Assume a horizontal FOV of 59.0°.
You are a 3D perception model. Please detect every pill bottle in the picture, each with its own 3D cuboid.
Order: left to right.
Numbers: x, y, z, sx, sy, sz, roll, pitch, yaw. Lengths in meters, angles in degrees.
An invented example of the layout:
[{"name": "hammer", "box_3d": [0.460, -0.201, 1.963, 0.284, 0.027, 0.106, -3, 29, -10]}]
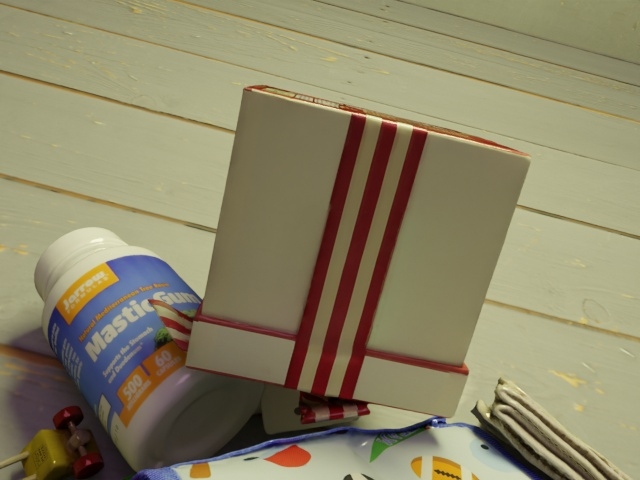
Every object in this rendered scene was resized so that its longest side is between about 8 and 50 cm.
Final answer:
[{"name": "pill bottle", "box_3d": [-0.197, 0.100, 0.604, 0.152, 0.152, 0.272, -25, 49, -37]}]

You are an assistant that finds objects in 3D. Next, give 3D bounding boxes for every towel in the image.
[{"name": "towel", "box_3d": [0.239, 0.220, 0.558, 0.187, 0.282, 0.049, 41, 88, 26]}]

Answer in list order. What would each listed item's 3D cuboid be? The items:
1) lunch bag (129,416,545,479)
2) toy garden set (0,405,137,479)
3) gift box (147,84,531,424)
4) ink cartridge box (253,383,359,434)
[{"name": "lunch bag", "box_3d": [0.063, 0.307, 0.350, 0.328, 0.239, 0.385, 6, 45, -38]}, {"name": "toy garden set", "box_3d": [-0.268, 0.272, 0.478, 0.244, 0.049, 0.204, -20, 53, -33]}, {"name": "gift box", "box_3d": [0.000, 0.000, 0.539, 0.277, 0.258, 0.255, 12, 15, 0]}, {"name": "ink cartridge box", "box_3d": [-0.035, 0.133, 0.671, 0.115, 0.067, 0.198, -3, 56, -18]}]
